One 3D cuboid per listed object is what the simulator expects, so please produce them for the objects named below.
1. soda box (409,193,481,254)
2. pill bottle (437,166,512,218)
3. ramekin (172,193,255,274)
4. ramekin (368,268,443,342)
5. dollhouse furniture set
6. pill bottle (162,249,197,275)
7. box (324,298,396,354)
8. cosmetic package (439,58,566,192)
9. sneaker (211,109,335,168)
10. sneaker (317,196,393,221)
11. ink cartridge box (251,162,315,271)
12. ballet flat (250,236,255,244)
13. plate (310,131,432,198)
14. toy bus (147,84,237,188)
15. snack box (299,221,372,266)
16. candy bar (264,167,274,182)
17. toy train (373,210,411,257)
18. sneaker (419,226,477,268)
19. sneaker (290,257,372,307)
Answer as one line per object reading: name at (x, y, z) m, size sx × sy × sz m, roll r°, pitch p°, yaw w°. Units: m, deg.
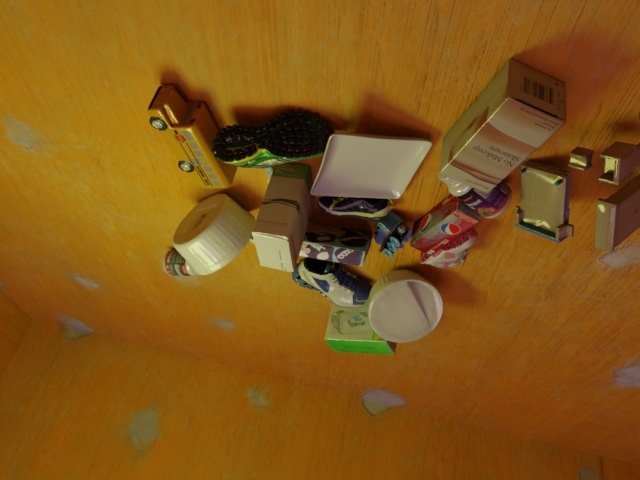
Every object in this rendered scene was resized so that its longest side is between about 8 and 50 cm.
soda box at (0.376, -0.055, 1.712) m, size 0.084 × 0.092 × 0.263 m, roll 25°, pitch 149°, yaw -13°
pill bottle at (0.414, -0.149, 1.531) m, size 0.194 × 0.108 × 0.108 m, roll 31°, pitch 146°, yaw -23°
ramekin at (-0.368, -0.030, 1.922) m, size 0.277 × 0.277 × 0.135 m, roll -14°, pitch 129°, yaw 39°
ramekin at (0.301, 0.228, 2.068) m, size 0.273 × 0.127 × 0.272 m, roll -2°, pitch 115°, yaw -5°
dollhouse furniture set at (0.662, -0.158, 1.452) m, size 0.303 × 0.198 × 0.286 m, roll 28°, pitch 140°, yaw 46°
pill bottle at (-0.549, 0.093, 2.346) m, size 0.180 × 0.107 × 0.108 m, roll -1°, pitch 145°, yaw 24°
box at (0.177, 0.324, 2.270) m, size 0.262 × 0.231 × 0.126 m, roll -1°, pitch 146°, yaw 26°
cosmetic package at (0.420, -0.257, 1.336) m, size 0.153 × 0.129 × 0.296 m, roll 19°, pitch 149°, yaw -8°
sneaker at (-0.119, -0.274, 1.584) m, size 0.344 × 0.134 × 0.146 m, roll -2°, pitch 174°, yaw 18°
sneaker at (0.107, -0.128, 1.756) m, size 0.235 × 0.084 × 0.097 m, roll 9°, pitch 124°, yaw 9°
ink cartridge box at (-0.107, -0.072, 1.727) m, size 0.115 × 0.272 × 0.198 m, roll 10°, pitch 148°, yaw 10°
ballet flat at (-0.201, 0.003, 2.089) m, size 0.189 × 0.070 × 0.070 m, roll 20°, pitch 148°, yaw -8°
plate at (0.130, -0.210, 1.563) m, size 0.278 × 0.045 × 0.278 m, roll 2°, pitch 151°, yaw -13°
toy bus at (-0.366, -0.294, 1.647) m, size 0.130 × 0.108 × 0.332 m, roll 3°, pitch 147°, yaw 19°
snack box at (0.000, 0.000, 1.883) m, size 0.322 × 0.187 × 0.060 m, roll 9°, pitch 112°, yaw 10°
candy bar at (-0.164, -0.230, 1.746) m, size 0.040 × 0.018 × 0.161 m, roll 6°, pitch 148°, yaw 15°
toy train at (0.227, -0.016, 1.841) m, size 0.105 × 0.080 × 0.184 m, roll 44°, pitch 159°, yaw 12°
sneaker at (0.428, 0.021, 1.817) m, size 0.111 × 0.102 × 0.252 m, roll 21°, pitch 155°, yaw -17°
sneaker at (0.053, 0.142, 2.136) m, size 0.316 × 0.127 × 0.182 m, roll 22°, pitch 150°, yaw -7°
